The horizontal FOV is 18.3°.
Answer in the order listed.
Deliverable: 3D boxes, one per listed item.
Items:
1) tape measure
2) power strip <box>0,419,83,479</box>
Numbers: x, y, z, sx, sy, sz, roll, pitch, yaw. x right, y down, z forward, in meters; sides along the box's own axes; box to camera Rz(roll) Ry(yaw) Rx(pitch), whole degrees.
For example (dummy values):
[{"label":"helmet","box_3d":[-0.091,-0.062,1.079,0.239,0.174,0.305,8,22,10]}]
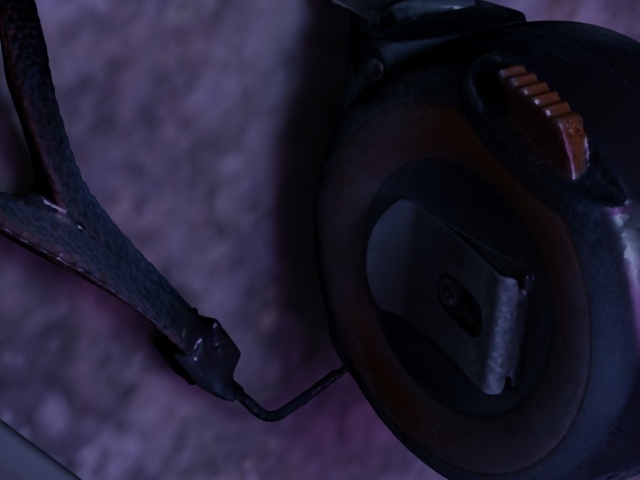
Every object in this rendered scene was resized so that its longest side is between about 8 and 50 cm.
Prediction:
[{"label":"tape measure","box_3d":[-0.001,0.004,0.373,0.180,0.107,0.104,1,110,-44]},{"label":"power strip","box_3d":[-0.048,0.091,0.424,0.060,0.027,0.253,-53,132,-10]}]
